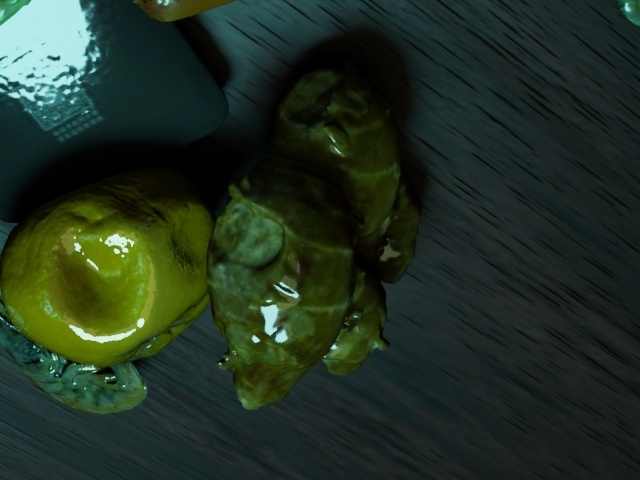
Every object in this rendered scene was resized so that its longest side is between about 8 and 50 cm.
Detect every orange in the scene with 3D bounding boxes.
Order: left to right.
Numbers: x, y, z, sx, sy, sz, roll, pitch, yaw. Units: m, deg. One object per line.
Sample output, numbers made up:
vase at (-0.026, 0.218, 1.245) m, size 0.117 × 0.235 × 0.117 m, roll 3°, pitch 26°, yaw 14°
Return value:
orange at (-0.216, 0.038, 1.865) m, size 0.249 × 0.249 × 0.183 m, roll -26°, pitch 83°, yaw 12°

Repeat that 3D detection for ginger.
ginger at (-0.007, 0.007, 1.851) m, size 0.152 × 0.357 × 0.274 m, roll 12°, pitch 153°, yaw 27°

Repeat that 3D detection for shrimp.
shrimp at (-0.306, 0.106, 1.988) m, size 0.169 × 0.058 × 0.296 m, roll -5°, pitch 135°, yaw 31°

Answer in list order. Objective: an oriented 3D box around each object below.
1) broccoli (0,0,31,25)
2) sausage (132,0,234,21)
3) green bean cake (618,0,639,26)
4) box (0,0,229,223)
broccoli at (-0.338, -0.278, 1.589) m, size 0.270 × 0.270 × 0.270 m, roll 10°, pitch 114°, yaw -15°
sausage at (-0.095, -0.271, 1.717) m, size 0.198 × 0.076 × 0.076 m, roll -23°, pitch 130°, yaw -16°
green bean cake at (0.352, -0.353, 1.712) m, size 0.223 × 0.125 × 0.227 m, roll -24°, pitch 125°, yaw 13°
box at (-0.278, -0.170, 1.798) m, size 0.290 × 0.073 × 0.289 m, roll -27°, pitch 126°, yaw 12°
